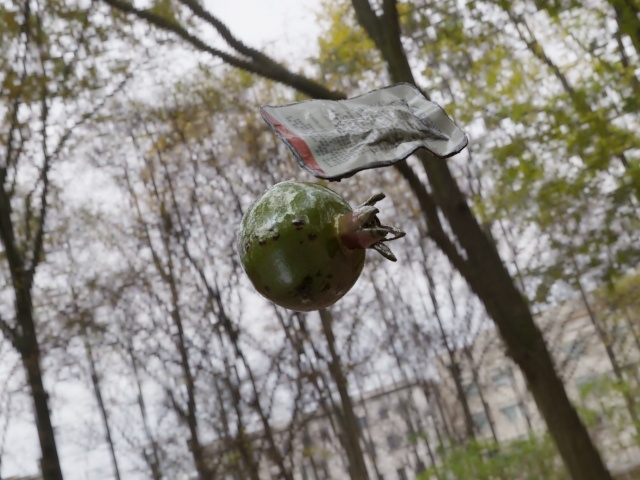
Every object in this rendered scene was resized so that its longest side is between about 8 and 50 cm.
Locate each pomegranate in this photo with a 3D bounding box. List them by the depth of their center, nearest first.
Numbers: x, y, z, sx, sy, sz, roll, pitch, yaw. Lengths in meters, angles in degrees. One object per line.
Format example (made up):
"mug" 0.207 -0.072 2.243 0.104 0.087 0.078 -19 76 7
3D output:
"pomegranate" 0.001 -0.001 1.001 0.159 0.129 0.129 -18 -16 9

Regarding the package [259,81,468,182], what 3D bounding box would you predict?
"package" 0.056 -0.135 1.288 0.232 0.166 0.040 -17 -45 -28
